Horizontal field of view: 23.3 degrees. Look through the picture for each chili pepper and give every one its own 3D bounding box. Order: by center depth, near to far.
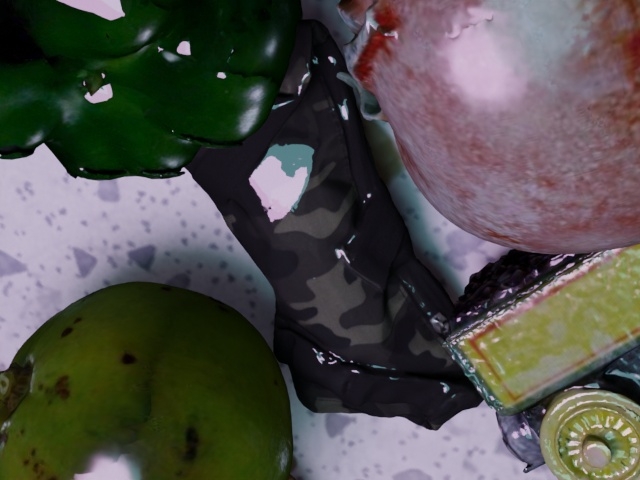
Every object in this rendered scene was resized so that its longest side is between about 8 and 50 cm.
[{"bbox_3d":[-0.125,-0.169,0.922,0.233,0.257,0.248,13,141,-31],"label":"chili pepper"}]

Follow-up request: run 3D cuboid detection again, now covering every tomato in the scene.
[{"bbox_3d":[0.133,-0.147,0.862,0.282,0.317,0.317,-15,111,10],"label":"tomato"}]

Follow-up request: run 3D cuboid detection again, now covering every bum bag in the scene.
[{"bbox_3d":[0.000,0.000,1.086,0.144,0.095,0.340,-17,116,23],"label":"bum bag"}]

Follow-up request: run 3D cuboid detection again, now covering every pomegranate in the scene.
[{"bbox_3d":[-0.103,0.165,1.124,0.236,0.236,0.302,-30,130,24],"label":"pomegranate"}]

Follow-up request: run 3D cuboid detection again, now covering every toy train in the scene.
[{"bbox_3d":[0.214,0.056,1.041,0.261,0.134,0.177,-34,96,25],"label":"toy train"}]
